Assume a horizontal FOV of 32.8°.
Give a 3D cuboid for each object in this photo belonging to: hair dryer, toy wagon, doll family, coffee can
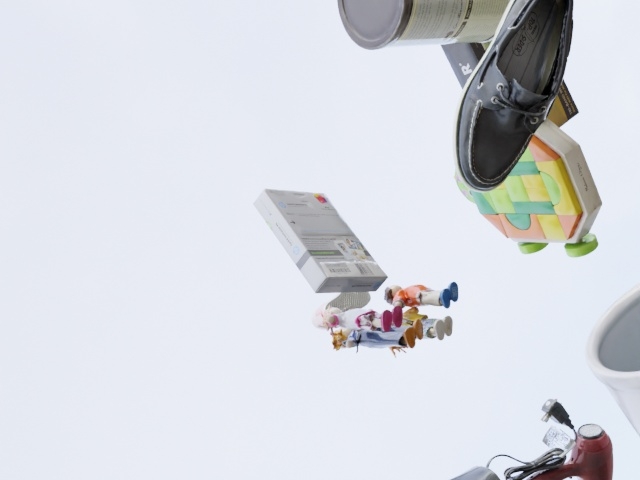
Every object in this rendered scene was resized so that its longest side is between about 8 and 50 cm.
[{"bbox_3d":[0.474,0.446,2.141,0.293,0.080,0.224,36,-78,-21],"label":"hair dryer"},{"bbox_3d":[0.331,-0.098,1.865,0.068,0.344,0.267,-33,-73,-26],"label":"toy wagon"},{"bbox_3d":[0.106,0.146,1.778,0.263,0.163,0.118,-15,-82,-48],"label":"doll family"},{"bbox_3d":[0.198,-0.458,2.002,0.275,0.201,0.202,-10,-68,-34],"label":"coffee can"}]

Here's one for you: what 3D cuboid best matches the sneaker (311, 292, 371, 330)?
[{"bbox_3d":[0.034,0.129,2.070,0.134,0.070,0.051,-27,-100,-45],"label":"sneaker"}]

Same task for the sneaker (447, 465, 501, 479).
[{"bbox_3d":[0.178,0.324,1.181,0.118,0.222,0.083,-26,-57,-14],"label":"sneaker"}]

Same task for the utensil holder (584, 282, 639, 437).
[{"bbox_3d":[0.677,0.268,1.817,0.327,0.327,0.385,-45,-73,-38],"label":"utensil holder"}]

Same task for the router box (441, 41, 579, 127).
[{"bbox_3d":[0.421,-0.363,2.407,0.243,0.081,0.309,-36,-78,-37],"label":"router box"}]

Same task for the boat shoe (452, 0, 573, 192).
[{"bbox_3d":[0.300,-0.235,1.630,0.127,0.113,0.340,26,-93,-12],"label":"boat shoe"}]

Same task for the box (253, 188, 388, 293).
[{"bbox_3d":[0.000,0.000,1.650,0.145,0.186,0.038,1,-44,-50],"label":"box"}]
